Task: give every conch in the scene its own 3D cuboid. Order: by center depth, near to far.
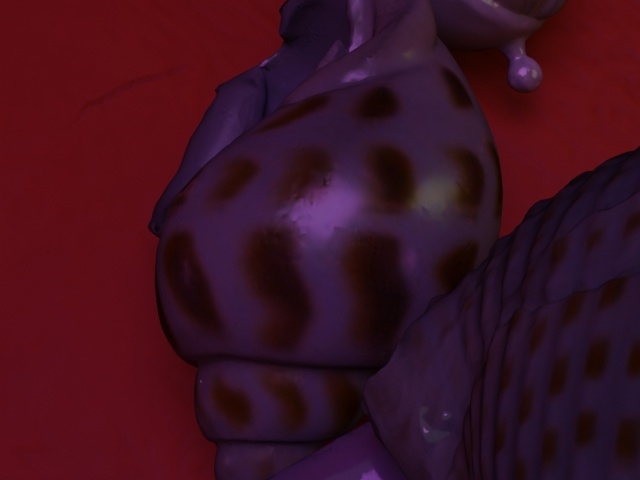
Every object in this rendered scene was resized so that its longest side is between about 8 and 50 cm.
[{"bbox_3d":[0.177,0.064,0.560,0.319,0.215,0.303,30,58,16],"label":"conch"},{"bbox_3d":[0.000,0.001,0.795,0.149,0.183,0.275,41,72,-17],"label":"conch"}]

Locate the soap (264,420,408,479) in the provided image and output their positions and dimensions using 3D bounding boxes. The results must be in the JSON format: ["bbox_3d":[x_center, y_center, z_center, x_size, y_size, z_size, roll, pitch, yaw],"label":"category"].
[{"bbox_3d":[0.037,0.226,0.688,0.446,0.156,0.261,-28,67,-9],"label":"soap"}]

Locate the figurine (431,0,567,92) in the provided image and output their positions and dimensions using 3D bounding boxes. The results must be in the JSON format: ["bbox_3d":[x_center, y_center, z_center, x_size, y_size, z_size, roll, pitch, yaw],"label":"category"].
[{"bbox_3d":[0.043,-0.193,0.882,0.144,0.182,0.257,-43,72,1],"label":"figurine"}]
